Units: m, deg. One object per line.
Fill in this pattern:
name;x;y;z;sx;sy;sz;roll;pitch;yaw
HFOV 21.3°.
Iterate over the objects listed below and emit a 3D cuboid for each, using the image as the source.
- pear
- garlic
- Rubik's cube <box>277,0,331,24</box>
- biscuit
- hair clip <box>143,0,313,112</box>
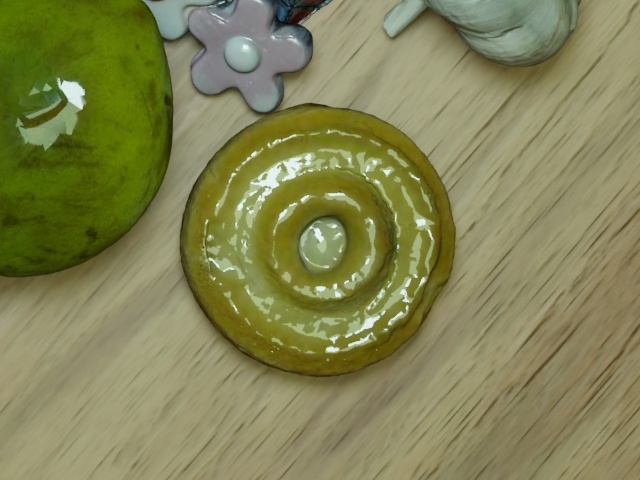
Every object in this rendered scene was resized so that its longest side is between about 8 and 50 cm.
pear;-0.277;-0.117;1.698;0.269;0.269;0.321;33;102;-8
garlic;0.155;-0.276;1.792;0.212;0.218;0.218;-16;96;28
Rubik's cube;-0.043;-0.330;1.810;0.190;0.211;0.178;-46;74;20
biscuit;0.000;0.000;1.812;0.296;0.102;0.296;0;92;-10
hair clip;-0.124;-0.243;1.790;0.257;0.075;0.146;45;114;-4
